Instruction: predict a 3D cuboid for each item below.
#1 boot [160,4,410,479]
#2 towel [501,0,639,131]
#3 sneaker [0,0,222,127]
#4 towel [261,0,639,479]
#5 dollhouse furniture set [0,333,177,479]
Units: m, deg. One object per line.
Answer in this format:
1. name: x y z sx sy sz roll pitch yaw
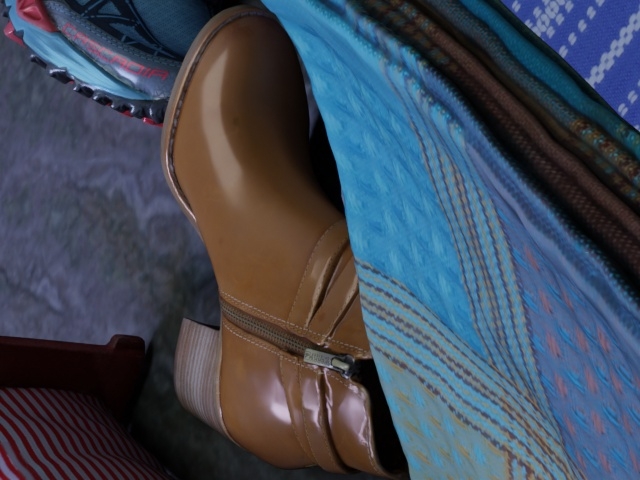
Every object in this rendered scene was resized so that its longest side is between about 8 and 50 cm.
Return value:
1. boot: 0.000 0.000 0.815 0.152 0.073 0.197 11 103 55
2. towel: 0.083 -0.136 0.763 0.243 0.040 0.336 -57 45 34
3. sneaker: -0.099 -0.158 0.953 0.125 0.104 0.262 -54 45 23
4. towel: 0.085 0.106 0.523 0.271 0.040 0.370 50 163 45
5. dollhouse furniture set: -0.206 0.138 0.792 0.201 0.374 0.152 39 115 46
